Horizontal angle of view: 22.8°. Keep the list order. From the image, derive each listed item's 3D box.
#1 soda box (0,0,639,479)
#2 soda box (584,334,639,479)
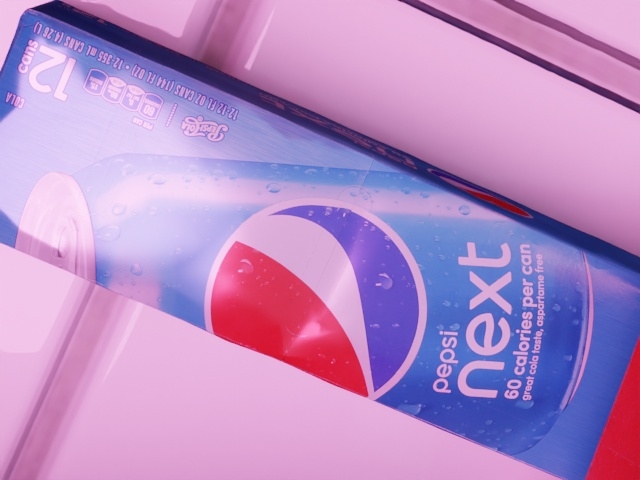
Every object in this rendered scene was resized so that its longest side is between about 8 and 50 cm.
[{"bbox_3d":[0.000,0.000,0.480,0.210,0.071,0.067,23,98,-6],"label":"soda box"},{"bbox_3d":[0.103,0.140,0.463,0.083,0.092,0.263,27,113,26],"label":"soda box"}]
